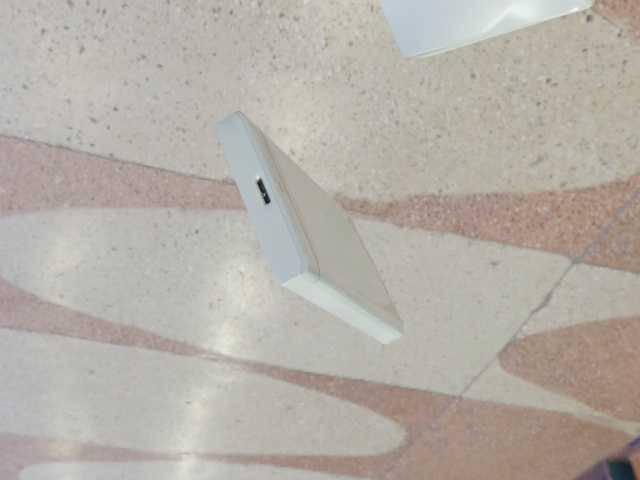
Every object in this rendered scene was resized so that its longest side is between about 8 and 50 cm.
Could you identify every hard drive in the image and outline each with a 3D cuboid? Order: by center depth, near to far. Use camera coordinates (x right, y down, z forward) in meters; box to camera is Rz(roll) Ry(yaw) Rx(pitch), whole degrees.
[{"bbox_3d":[0.000,0.000,0.929,0.047,0.233,0.353,-30,152,11],"label":"hard drive"}]

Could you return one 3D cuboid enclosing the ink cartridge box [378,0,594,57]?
[{"bbox_3d":[0.102,-0.380,0.513,0.160,0.279,0.385,-4,129,38],"label":"ink cartridge box"}]
